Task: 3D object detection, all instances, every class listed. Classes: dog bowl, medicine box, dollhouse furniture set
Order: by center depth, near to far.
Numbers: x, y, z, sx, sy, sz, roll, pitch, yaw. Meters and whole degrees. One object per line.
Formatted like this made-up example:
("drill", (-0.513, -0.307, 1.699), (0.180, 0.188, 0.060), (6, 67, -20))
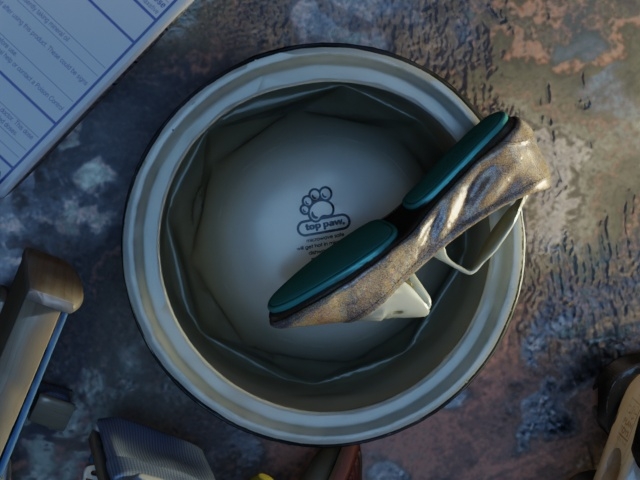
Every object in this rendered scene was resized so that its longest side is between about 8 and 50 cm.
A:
("medicine box", (-0.313, -0.236, 1.522), (0.263, 0.149, 0.289), (44, 91, -9))
("dollhouse furniture set", (-0.190, 0.151, 1.527), (0.303, 0.286, 0.198), (22, 101, -18))
("dog bowl", (0.000, 0.000, 1.582), (0.408, 0.150, 0.408), (-1, 97, -5))

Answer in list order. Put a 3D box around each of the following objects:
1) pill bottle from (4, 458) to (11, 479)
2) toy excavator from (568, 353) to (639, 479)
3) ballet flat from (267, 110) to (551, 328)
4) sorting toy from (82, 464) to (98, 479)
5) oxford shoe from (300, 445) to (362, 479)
("pill bottle", (-0.436, 0.262, 1.586), (0.215, 0.117, 0.117), (5, 96, -6))
("toy excavator", (0.523, 0.241, 1.619), (0.445, 0.222, 0.432), (19, 96, -6))
("ballet flat", (0.096, 0.009, 1.467), (0.316, 0.107, 0.106), (-39, 106, 1))
("sorting toy", (-0.223, 0.275, 1.649), (0.083, 0.045, 0.075), (-14, 91, -3))
("oxford shoe", (-0.067, 0.335, 1.541), (0.147, 0.397, 0.140), (10, 126, 20))
